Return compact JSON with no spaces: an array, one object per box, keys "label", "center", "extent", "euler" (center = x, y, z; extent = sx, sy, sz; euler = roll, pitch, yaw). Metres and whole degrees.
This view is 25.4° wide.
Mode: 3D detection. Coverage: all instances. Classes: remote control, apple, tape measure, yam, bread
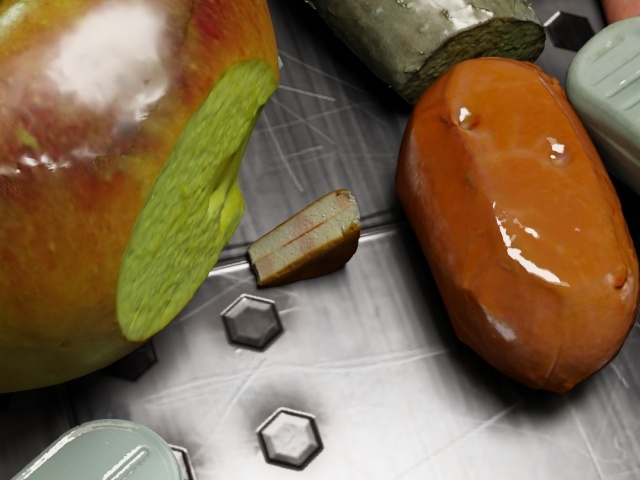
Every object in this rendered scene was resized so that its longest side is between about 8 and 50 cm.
[{"label":"remote control","center":[-0.196,0.220,0.956],"extent":[0.104,0.052,0.247],"euler":[41,64,17]},{"label":"apple","center":[-0.204,-0.073,0.961],"extent":[0.384,0.374,0.374],"euler":[-28,67,-15]},{"label":"tape measure","center":[0.324,-0.098,1.083],"extent":[0.246,0.125,0.243],"euler":[-33,39,-2]},{"label":"yam","center":[0.060,-0.227,1.196],"extent":[0.154,0.154,0.254],"euler":[-29,72,-21]},{"label":"bread","center":[0.000,0.000,1.109],"extent":[0.062,0.109,0.043],"euler":[12,52,-54]}]

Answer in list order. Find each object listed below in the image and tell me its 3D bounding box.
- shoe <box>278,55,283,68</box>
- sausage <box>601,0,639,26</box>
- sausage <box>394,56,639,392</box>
[{"label":"shoe","center":[-0.139,-0.156,1.148],"extent":[0.207,0.091,0.106],"euler":[26,76,2]},{"label":"sausage","center":[0.280,-0.223,1.267],"extent":[0.062,0.062,0.154],"euler":[-3,60,-9]},{"label":"sausage","center":[0.151,-0.014,1.085],"extent":[0.153,0.141,0.268],"euler":[-12,63,-13]}]
